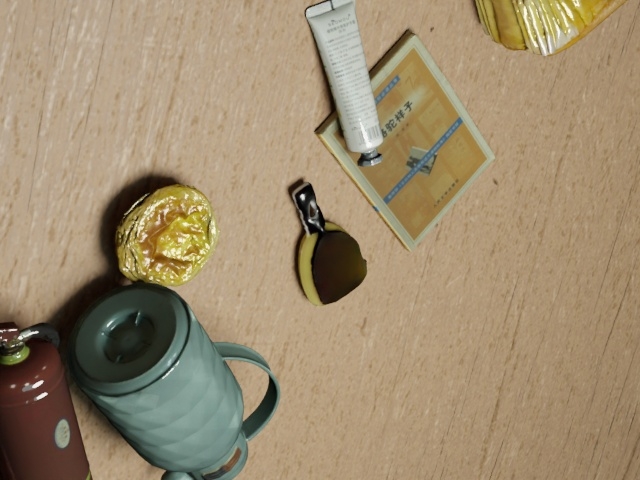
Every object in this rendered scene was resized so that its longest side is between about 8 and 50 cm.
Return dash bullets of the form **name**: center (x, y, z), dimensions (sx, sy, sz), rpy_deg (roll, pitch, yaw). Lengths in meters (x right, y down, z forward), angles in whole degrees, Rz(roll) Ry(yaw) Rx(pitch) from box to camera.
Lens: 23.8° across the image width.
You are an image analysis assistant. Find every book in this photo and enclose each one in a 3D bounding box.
- **book**: center (0.110, -0.116, 1.844), dimensions (0.170, 0.018, 0.241), rpy_deg (-48, 133, -8)

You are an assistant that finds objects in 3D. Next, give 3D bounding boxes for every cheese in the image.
- **cheese**: center (0.001, 0.000, 1.803), dimensions (0.086, 0.036, 0.162), rpy_deg (-34, 129, -17)

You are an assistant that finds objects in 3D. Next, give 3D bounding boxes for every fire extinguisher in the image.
- **fire extinguisher**: center (-0.316, 0.213, 1.610), dimensions (0.141, 0.105, 0.341), rpy_deg (-28, 129, -27)

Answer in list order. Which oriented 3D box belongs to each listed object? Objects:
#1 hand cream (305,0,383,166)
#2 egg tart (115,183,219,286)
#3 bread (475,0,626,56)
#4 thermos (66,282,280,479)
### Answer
- **hand cream**: center (0.033, -0.179, 1.726), dimensions (0.067, 0.042, 0.194), rpy_deg (-22, 107, -21)
- **egg tart**: center (-0.173, -0.004, 1.652), dimensions (0.130, 0.052, 0.130), rpy_deg (-18, 122, -33)
- **bread**: center (0.311, -0.342, 1.801), dimensions (0.288, 0.152, 0.119), rpy_deg (-43, 126, -14)
- **thermos**: center (-0.148, 0.169, 1.689), dimensions (0.182, 0.145, 0.286), rpy_deg (-33, 141, -2)
